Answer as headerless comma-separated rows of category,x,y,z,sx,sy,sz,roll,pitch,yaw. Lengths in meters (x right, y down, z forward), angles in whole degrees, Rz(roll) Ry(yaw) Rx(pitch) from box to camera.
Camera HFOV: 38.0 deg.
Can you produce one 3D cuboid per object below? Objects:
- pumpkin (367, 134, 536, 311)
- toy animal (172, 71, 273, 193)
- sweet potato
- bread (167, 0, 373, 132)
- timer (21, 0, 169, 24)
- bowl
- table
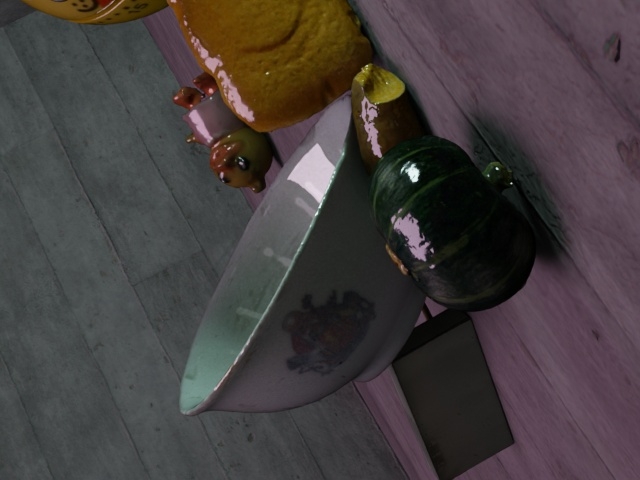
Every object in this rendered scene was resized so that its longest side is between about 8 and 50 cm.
pumpkin,0.115,-0.014,0.811,0.167,0.125,0.167,62,174,11
toy animal,-0.206,-0.231,2.089,0.169,0.195,0.281,-10,-109,-56
sweet potato,0.090,-0.068,0.988,0.243,0.077,0.077,67,171,-22
bread,-0.057,-0.238,1.023,0.245,0.174,0.121,60,-168,11
timer,-0.299,-0.424,1.064,0.387,0.376,0.376,2,-132,-48
bowl,0.009,0.054,1.156,0.196,0.435,0.435,27,179,-12
table,0.162,0.198,1.282,0.111,0.121,0.240,50,166,58
